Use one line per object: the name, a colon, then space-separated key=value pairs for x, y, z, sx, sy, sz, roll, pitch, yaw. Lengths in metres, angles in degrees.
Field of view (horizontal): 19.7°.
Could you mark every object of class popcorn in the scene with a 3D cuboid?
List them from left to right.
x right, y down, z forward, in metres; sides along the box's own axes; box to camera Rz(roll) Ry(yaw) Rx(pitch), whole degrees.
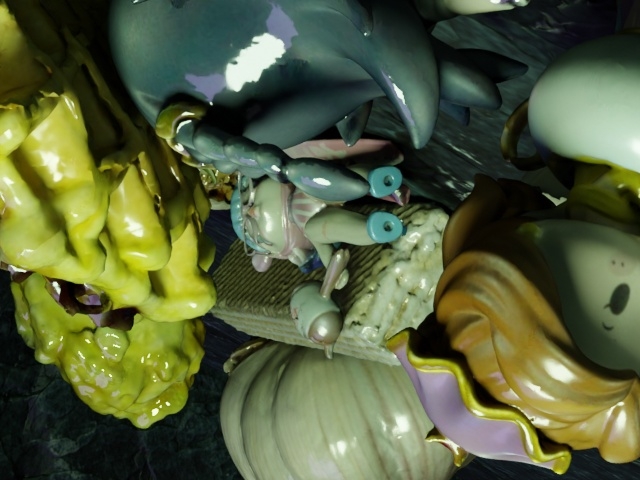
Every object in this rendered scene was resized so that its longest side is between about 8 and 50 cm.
popcorn: x=-0.205 y=0.055 z=1.868 sx=0.233 sy=0.192 sz=0.266 roll=54 pitch=-168 yaw=-40

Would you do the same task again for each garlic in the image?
garlic: x=0.054 y=0.165 z=1.880 sx=0.241 sy=0.322 sz=0.322 roll=51 pitch=159 yaw=-26

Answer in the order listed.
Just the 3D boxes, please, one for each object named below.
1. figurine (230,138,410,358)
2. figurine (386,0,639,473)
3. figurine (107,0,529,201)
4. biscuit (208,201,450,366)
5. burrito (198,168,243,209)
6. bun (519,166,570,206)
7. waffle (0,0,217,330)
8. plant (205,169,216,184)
figurine: x=0.010 y=-0.009 z=1.550 sx=0.103 sy=0.205 sz=0.260 roll=-15 pitch=-175 yaw=-25
figurine: x=0.141 y=0.004 z=0.952 sx=0.142 sy=0.263 sz=0.189 roll=35 pitch=169 yaw=-35
figurine: x=-0.007 y=-0.123 z=1.027 sx=0.265 sy=0.197 sz=0.175 roll=12 pitch=125 yaw=64
biscuit: x=0.007 y=0.031 z=1.748 sx=0.078 sy=0.144 sz=0.426 roll=34 pitch=170 yaw=-20
burrito: x=-0.154 y=-0.071 z=1.841 sx=0.117 sy=0.076 sz=0.392 roll=25 pitch=173 yaw=-22
bun: x=0.205 y=0.005 z=1.176 sx=0.173 sy=0.120 sz=0.173 roll=38 pitch=151 yaw=26
waffle: x=-0.184 y=-0.135 z=1.117 sx=0.382 sy=0.095 sz=0.379 roll=67 pitch=-170 yaw=23
plant: x=-0.245 y=-0.139 z=1.472 sx=0.306 sy=0.297 sz=0.261 roll=39 pitch=148 yaw=44
